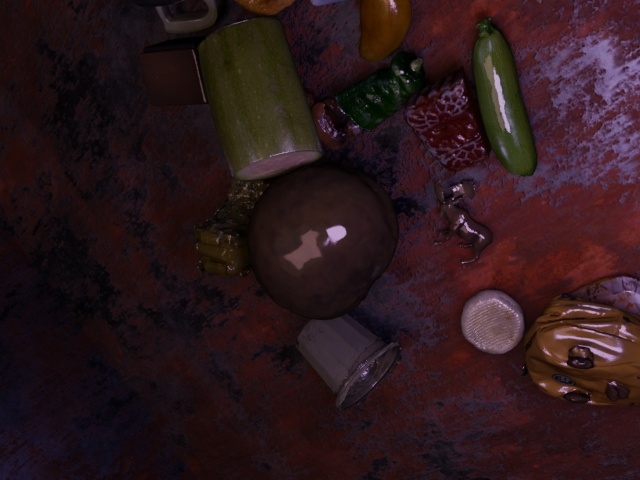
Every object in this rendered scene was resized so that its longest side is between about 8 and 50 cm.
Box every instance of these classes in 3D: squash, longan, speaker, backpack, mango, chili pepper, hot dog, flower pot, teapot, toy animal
[{"bbox_3d":[0.426,-0.325,1.677,0.107,0.107,0.394,-5,113,37],"label":"squash"},{"bbox_3d":[-0.005,-0.007,1.954,0.404,0.404,0.436,42,116,8],"label":"longan"},{"bbox_3d":[-0.393,-0.499,2.120,0.231,0.153,0.192,5,117,33],"label":"speaker"},{"bbox_3d":[0.680,0.285,1.720,0.378,0.201,0.353,5,149,22],"label":"backpack"},{"bbox_3d":[0.154,-0.540,1.756,0.136,0.099,0.227,29,136,14],"label":"mango"},{"bbox_3d":[-0.167,-0.373,1.898,0.263,0.263,0.384,-21,83,40],"label":"squash"},{"bbox_3d":[0.170,-0.391,1.823,0.270,0.099,0.136,-31,93,42],"label":"chili pepper"},{"bbox_3d":[0.704,0.159,1.782,0.253,0.069,0.131,-28,106,44],"label":"hot dog"},{"bbox_3d":[0.078,0.348,2.213,0.259,0.290,0.290,43,133,26],"label":"flower pot"},{"bbox_3d":[-0.407,-0.725,1.958,0.240,0.239,0.321,7,114,17],"label":"teapot"},{"bbox_3d":[0.019,-0.341,1.972,0.179,0.089,0.188,-13,107,34],"label":"toy animal"},{"bbox_3d":[0.369,-0.060,1.886,0.214,0.093,0.186,34,134,5],"label":"toy animal"}]

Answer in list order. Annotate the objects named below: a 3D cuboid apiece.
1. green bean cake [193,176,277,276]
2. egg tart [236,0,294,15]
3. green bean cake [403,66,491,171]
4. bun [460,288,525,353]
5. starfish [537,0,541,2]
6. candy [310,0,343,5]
[{"bbox_3d":[-0.228,-0.052,2.150,0.202,0.310,0.284,13,124,31],"label":"green bean cake"},{"bbox_3d":[-0.139,-0.754,1.820,0.341,0.129,0.341,18,124,28],"label":"egg tart"},{"bbox_3d":[0.330,-0.284,1.735,0.199,0.097,0.232,-19,121,42],"label":"green bean cake"},{"bbox_3d":[0.475,0.217,1.946,0.184,0.102,0.183,8,110,23],"label":"bun"},{"bbox_3d":[0.491,-0.623,1.497,0.277,0.062,0.235,5,119,31],"label":"starfish"},{"bbox_3d":[0.028,-0.671,1.744,0.071,0.138,0.174,27,129,39],"label":"candy"}]
